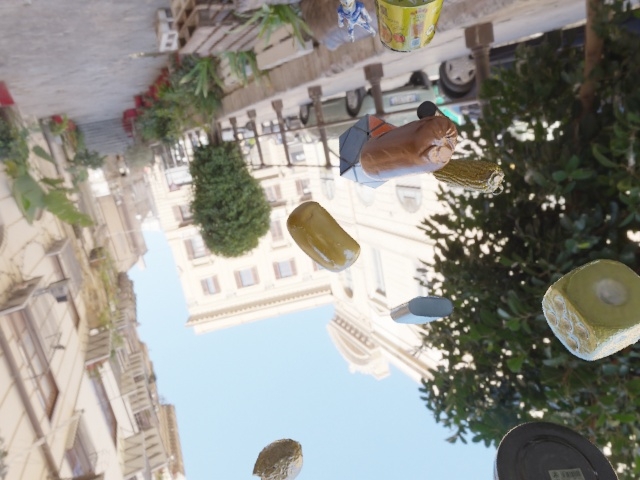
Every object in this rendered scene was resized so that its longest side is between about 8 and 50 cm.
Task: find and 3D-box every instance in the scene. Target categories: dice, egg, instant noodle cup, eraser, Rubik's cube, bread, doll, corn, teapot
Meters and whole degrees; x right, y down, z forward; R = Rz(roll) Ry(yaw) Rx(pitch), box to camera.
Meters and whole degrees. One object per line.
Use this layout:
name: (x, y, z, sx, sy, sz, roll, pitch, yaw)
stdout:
dice: (0.629, 0.157, 1.040, 0.166, 0.169, 0.169, -23, -126, -4)
egg: (-0.108, 0.586, 1.212, 0.140, 0.118, 0.116, -40, -132, 9)
instant noodle cup: (0.206, -0.547, 1.075, 0.182, 0.182, 0.144, -11, 153, 2)
eraser: (0.381, 0.268, 1.746, 0.174, 0.081, 0.227, 5, 162, -8)
Rubik's cube: (0.212, -0.365, 1.909, 0.207, 0.205, 0.205, 14, 154, -32)
bread: (0.000, 0.000, 1.213, 0.098, 0.217, 0.147, -47, -177, -32)
doll: (0.102, -0.732, 1.489, 0.114, 0.057, 0.227, 0, 164, 22)
corn: (0.473, -0.216, 1.487, 0.106, 0.106, 0.293, -16, -159, -17)
teapot: (0.486, 0.590, 0.986, 0.239, 0.239, 0.321, 9, -138, 19)

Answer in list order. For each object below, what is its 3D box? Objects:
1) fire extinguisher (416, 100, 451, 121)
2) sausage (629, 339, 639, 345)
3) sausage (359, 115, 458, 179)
fire extinguisher: (0.289, -0.299, 1.136, 0.050, 0.062, 0.177, -43, 158, 22)
sausage: (0.972, 0.295, 1.508, 0.264, 0.083, 0.083, 16, 175, -38)
sausage: (0.199, -0.208, 1.069, 0.121, 0.121, 0.304, -17, -172, -20)
